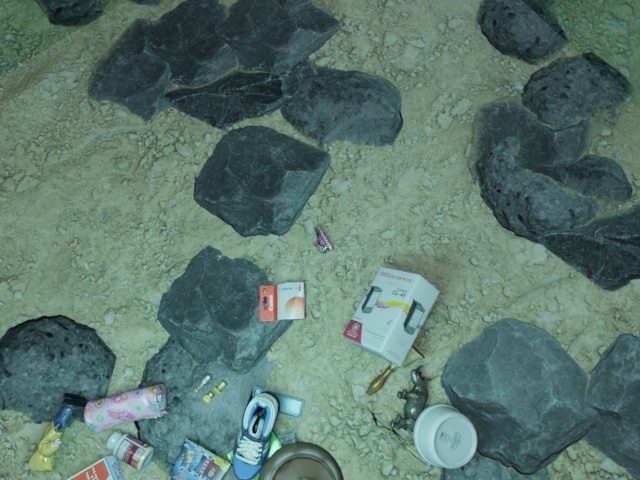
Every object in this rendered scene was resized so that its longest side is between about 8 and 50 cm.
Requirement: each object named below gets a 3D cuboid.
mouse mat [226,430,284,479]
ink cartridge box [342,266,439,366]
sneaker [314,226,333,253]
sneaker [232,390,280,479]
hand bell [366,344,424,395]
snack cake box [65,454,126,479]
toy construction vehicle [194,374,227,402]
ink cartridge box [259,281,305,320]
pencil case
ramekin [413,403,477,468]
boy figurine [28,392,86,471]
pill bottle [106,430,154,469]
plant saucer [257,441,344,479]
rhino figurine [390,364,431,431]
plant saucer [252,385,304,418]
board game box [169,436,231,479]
[{"bbox_3d":[-0.224,0.778,1.788,0.190,0.007,0.152,-33,74,-8],"label":"mouse mat"},{"bbox_3d":[0.252,0.265,1.796,0.131,0.226,0.306,37,75,-31],"label":"ink cartridge box"},{"bbox_3d":[0.000,0.000,1.996,0.057,0.047,0.119,-32,72,5],"label":"sneaker"},{"bbox_3d":[-0.235,0.672,1.689,0.130,0.236,0.322,20,79,8],"label":"sneaker"},{"bbox_3d":[0.255,0.475,1.818,0.126,0.126,0.242,41,92,14],"label":"hand bell"},{"bbox_3d":[-0.752,0.912,1.735,0.152,0.089,0.264,-30,74,-4],"label":"snack cake box"},{"bbox_3d":[-0.410,0.548,1.858,0.086,0.035,0.098,39,81,2],"label":"toy construction vehicle"},{"bbox_3d":[-0.149,0.236,1.930,0.180,0.045,0.145,-2,72,0],"label":"ink cartridge box"},{"bbox_3d":[-0.698,0.608,1.807,0.284,0.124,0.124,-13,73,-3],"label":"pencil case"},{"bbox_3d":[0.433,0.672,1.697,0.207,0.109,0.207,2,82,-14],"label":"ramekin"},{"bbox_3d":[-0.946,0.702,1.781,0.092,0.177,0.285,26,84,-27],"label":"boy figurine"},{"bbox_3d":[-0.682,0.748,1.782,0.152,0.086,0.086,24,76,10],"label":"pill bottle"},{"bbox_3d":[-0.064,0.857,1.701,0.311,0.050,0.310,4,69,-9],"label":"plant saucer"},{"bbox_3d":[0.334,0.565,1.784,0.106,0.073,0.243,21,74,-10],"label":"rhino figurine"},{"bbox_3d":[-0.159,0.596,1.834,0.192,0.018,0.067,14,74,8],"label":"plant saucer"},{"bbox_3d":[-0.439,0.824,1.732,0.194,0.060,0.194,24,64,15],"label":"board game box"}]
